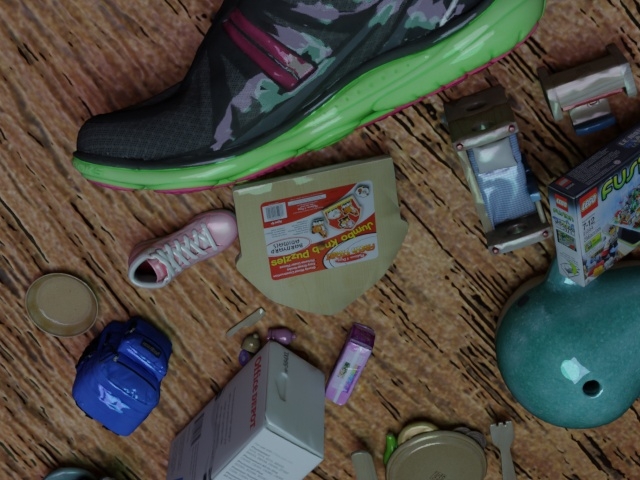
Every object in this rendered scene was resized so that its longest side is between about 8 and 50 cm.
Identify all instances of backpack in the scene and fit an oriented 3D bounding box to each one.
[{"bbox_3d":[-0.222,0.149,1.272,0.098,0.120,0.101,35,112,-12],"label":"backpack"}]

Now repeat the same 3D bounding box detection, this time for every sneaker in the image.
[{"bbox_3d":[-0.150,0.014,1.235,0.134,0.070,0.051,-21,110,11],"label":"sneaker"},{"bbox_3d":[-0.029,-0.186,1.104,0.482,0.185,0.202,-24,92,10],"label":"sneaker"}]

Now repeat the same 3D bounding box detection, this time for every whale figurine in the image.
[{"bbox_3d":[0.319,0.097,1.214,0.272,0.141,0.216,-31,110,15],"label":"whale figurine"}]

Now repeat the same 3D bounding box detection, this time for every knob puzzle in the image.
[{"bbox_3d":[0.000,0.000,1.234,0.213,0.030,0.213,-8,127,-11],"label":"knob puzzle"}]

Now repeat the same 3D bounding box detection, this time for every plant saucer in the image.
[{"bbox_3d":[-0.293,0.071,1.297,0.083,0.015,0.083,1,116,2],"label":"plant saucer"}]

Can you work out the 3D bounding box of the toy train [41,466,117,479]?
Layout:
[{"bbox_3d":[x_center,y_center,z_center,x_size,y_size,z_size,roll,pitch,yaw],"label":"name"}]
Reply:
[{"bbox_3d":[-0.325,0.419,1.402,0.334,0.142,0.190,-41,119,17],"label":"toy train"}]

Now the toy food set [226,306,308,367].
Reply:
[{"bbox_3d":[-0.050,0.138,1.315,0.078,0.019,0.122,-36,109,17],"label":"toy food set"}]

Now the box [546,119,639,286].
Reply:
[{"bbox_3d":[0.315,-0.056,1.128,0.207,0.036,0.114,-34,131,-20],"label":"box"}]

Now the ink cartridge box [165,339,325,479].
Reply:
[{"bbox_3d":[-0.086,0.235,1.278,0.086,0.148,0.203,34,118,-20],"label":"ink cartridge box"}]

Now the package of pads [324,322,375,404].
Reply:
[{"bbox_3d":[0.034,0.141,1.296,0.032,0.050,0.083,22,114,-2],"label":"package of pads"}]

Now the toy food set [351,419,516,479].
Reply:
[{"bbox_3d":[0.138,0.267,1.363,0.192,0.038,0.132,-11,121,2],"label":"toy food set"}]

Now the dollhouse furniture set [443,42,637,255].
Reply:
[{"bbox_3d":[0.233,-0.091,1.137,0.183,0.129,0.129,-19,113,11],"label":"dollhouse furniture set"}]
